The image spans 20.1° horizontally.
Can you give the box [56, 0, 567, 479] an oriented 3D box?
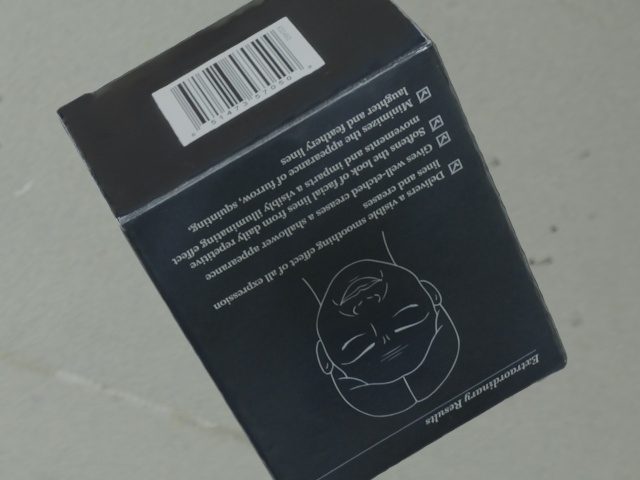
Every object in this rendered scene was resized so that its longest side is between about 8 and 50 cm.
[{"bbox_3d":[0.000,0.000,1.606,0.293,0.212,0.395,-30,127,-4],"label":"box"}]
